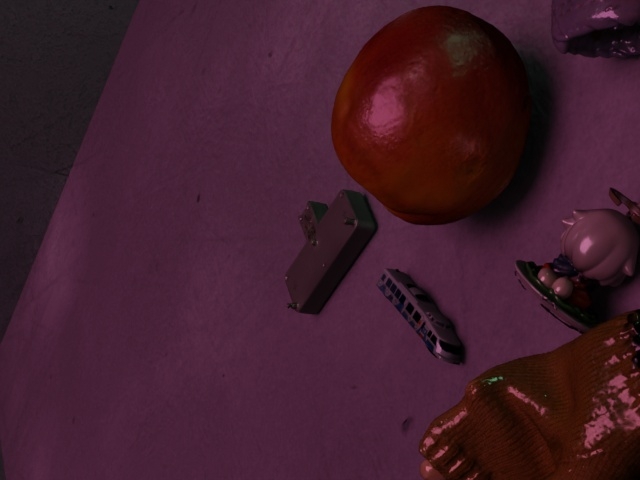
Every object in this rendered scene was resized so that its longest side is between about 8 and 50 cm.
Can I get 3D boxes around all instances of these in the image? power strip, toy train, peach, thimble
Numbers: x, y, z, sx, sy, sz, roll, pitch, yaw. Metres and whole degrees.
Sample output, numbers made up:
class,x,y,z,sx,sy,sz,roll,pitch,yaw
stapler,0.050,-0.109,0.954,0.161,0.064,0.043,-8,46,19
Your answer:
class,x,y,z,sx,sy,sz,roll,pitch,yaw
power strip,0.000,0.000,1.904,0.215,0.061,0.145,-56,37,33
toy train,0.141,0.106,1.636,0.047,0.043,0.207,-63,33,18
peach,0.152,-0.161,1.526,0.281,0.238,0.281,-4,80,22
thimble,0.340,-0.276,1.343,0.151,0.127,0.118,-9,74,60

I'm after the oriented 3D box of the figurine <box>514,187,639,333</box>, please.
class,x,y,z,sx,sy,sz,roll,pitch,yaw
figurine,0.310,0.014,1.318,0.153,0.132,0.132,-53,36,16

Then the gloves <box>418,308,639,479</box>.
class,x,y,z,sx,sy,sz,roll,pitch,yaw
gloves,0.264,0.212,1.270,0.356,0.155,0.203,-35,56,31
